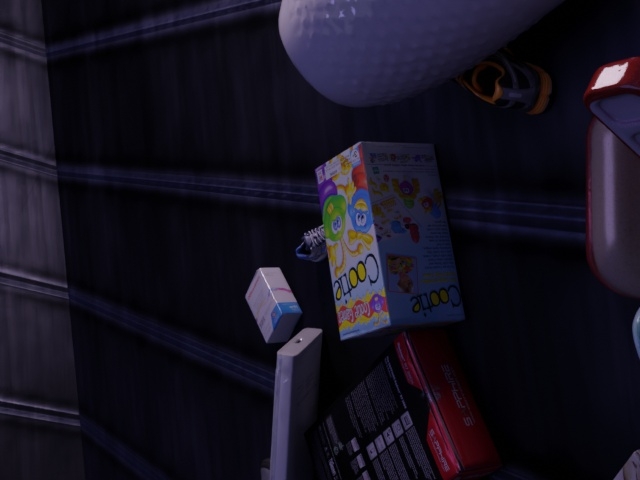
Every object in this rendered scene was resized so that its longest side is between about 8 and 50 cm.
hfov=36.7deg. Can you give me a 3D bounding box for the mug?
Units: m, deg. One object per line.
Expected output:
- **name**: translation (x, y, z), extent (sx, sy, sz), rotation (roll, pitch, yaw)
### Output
- **mug**: translation (0.118, -0.364, 1.274), extent (0.328, 0.276, 0.374), rotation (-35, 33, 33)

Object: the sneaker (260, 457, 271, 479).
- **sneaker**: translation (-0.086, 0.554, 1.846), extent (0.100, 0.108, 0.272), rotation (-27, 68, 57)

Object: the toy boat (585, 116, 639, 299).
- **toy boat**: translation (0.365, -0.049, 1.095), extent (0.151, 0.151, 0.231), rotation (-138, 47, -87)

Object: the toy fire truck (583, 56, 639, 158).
- **toy fire truck**: translation (0.416, -0.077, 0.861), extent (0.254, 0.302, 0.169), rotation (-2, 58, 58)

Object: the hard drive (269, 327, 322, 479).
- **hard drive**: translation (-0.043, 0.327, 1.711), extent (0.040, 0.203, 0.308), rotation (6, 99, 13)

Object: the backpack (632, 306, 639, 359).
- **backpack**: translation (0.394, 0.102, 0.945), extent (0.144, 0.188, 0.166), rotation (-20, 87, 38)

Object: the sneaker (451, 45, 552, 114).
- **sneaker**: translation (0.223, -0.235, 1.333), extent (0.215, 0.083, 0.084), rotation (38, 125, 52)

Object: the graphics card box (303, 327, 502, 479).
- **graphics card box**: translation (0.115, 0.327, 1.525), extent (0.371, 0.094, 0.233), rotation (-53, 48, 44)

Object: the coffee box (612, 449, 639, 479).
- **coffee box**: translation (0.421, 0.381, 1.016), extent (0.297, 0.118, 0.168), rotation (56, 135, 40)

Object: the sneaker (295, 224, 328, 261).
- **sneaker**: translation (0.000, 0.000, 1.723), extent (0.135, 0.058, 0.052), rotation (-49, 52, 46)

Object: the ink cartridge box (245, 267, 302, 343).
- **ink cartridge box**: translation (-0.092, 0.125, 1.882), extent (0.122, 0.052, 0.088), rotation (60, 138, 35)

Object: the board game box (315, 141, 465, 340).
- **board game box**: translation (0.102, 0.003, 1.479), extent (0.142, 0.144, 0.275), rotation (-26, 69, 56)
